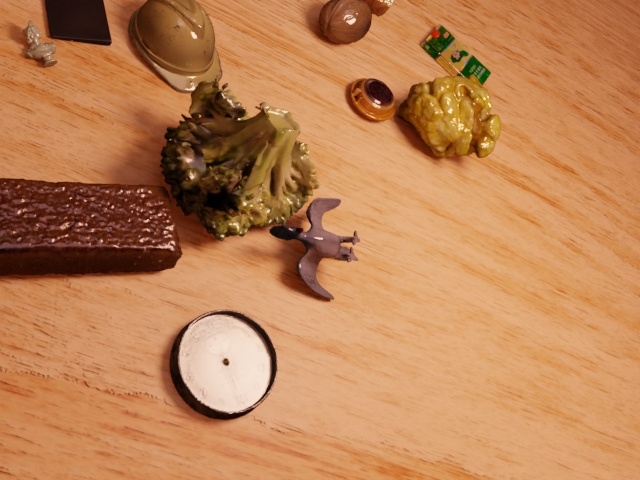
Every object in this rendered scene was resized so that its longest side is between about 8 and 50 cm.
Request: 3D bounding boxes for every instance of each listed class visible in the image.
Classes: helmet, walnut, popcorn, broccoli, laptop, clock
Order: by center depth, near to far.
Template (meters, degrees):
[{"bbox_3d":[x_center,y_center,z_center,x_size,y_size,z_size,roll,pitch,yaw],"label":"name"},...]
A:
[{"bbox_3d":[-0.184,0.238,1.269,0.215,0.042,0.215,14,59,-25],"label":"clock"},{"bbox_3d":[-0.150,-0.158,1.347,0.348,0.281,0.293,22,47,-20],"label":"broccoli"},{"bbox_3d":[-0.557,-0.530,1.478,0.135,0.016,0.197,-3,65,-31],"label":"laptop"},{"bbox_3d":[-0.320,-0.490,1.519,0.257,0.137,0.204,50,51,1],"label":"helmet"},{"bbox_3d":[0.357,-0.346,1.809,0.250,0.235,0.242,3,21,-17],"label":"popcorn"},{"bbox_3d":[0.070,-0.621,1.827,0.140,0.140,0.162,43,62,-4],"label":"walnut"}]

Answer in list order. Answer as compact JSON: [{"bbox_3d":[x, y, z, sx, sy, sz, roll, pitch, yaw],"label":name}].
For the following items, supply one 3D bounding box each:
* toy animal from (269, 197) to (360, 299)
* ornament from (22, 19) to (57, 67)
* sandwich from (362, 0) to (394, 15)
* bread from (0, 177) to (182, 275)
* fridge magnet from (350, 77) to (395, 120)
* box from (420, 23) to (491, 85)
[{"bbox_3d":[0.000,0.000,1.447,0.176,0.255,0.239,8,77,15],"label":"toy animal"},{"bbox_3d":[-0.594,-0.411,1.374,0.092,0.041,0.068,39,57,-20],"label":"ornament"},{"bbox_3d":[0.249,-0.858,1.990,0.100,0.254,0.288,35,55,-18],"label":"sandwich"},{"bbox_3d":[-0.472,-0.024,1.193,0.417,0.113,0.165,0,65,-32],"label":"bread"},{"bbox_3d":[0.148,-0.394,1.796,0.143,0.063,0.143,13,58,-21],"label":"fridge magnet"},{"bbox_3d":[0.438,-0.583,2.091,0.235,0.034,0.132,42,52,-4],"label":"box"}]
